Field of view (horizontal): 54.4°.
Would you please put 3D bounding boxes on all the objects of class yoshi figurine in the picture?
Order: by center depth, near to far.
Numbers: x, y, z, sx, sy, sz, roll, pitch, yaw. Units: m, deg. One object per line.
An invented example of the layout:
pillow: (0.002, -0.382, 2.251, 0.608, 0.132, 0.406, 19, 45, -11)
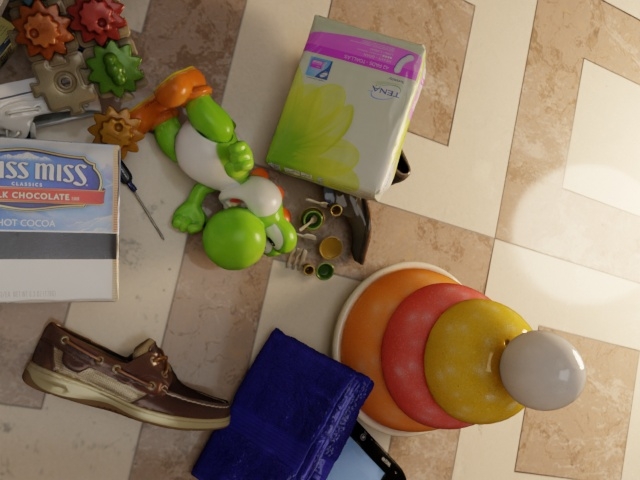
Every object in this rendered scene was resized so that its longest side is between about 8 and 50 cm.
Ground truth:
yoshi figurine: (-0.184, -0.094, 1.066, 0.203, 0.203, 0.362, -38, 105, -4)

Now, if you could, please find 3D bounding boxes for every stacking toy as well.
stacking toy: (0.261, 0.212, 1.076, 0.351, 0.480, 0.350, 1, 88, -23)

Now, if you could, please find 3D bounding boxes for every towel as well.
towel: (-0.070, 0.327, 1.085, 0.228, 0.076, 0.308, 23, 74, 23)

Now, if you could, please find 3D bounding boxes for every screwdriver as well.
screwdriver: (-0.316, -0.075, 1.091, 0.169, 0.024, 0.025, 58, 40, -18)

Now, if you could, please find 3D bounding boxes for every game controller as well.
game controller: (0.036, 0.429, 1.196, 0.166, 0.067, 0.319, -46, 106, -18)

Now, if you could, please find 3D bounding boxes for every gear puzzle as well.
gear puzzle: (-0.364, -0.278, 0.939, 0.176, 0.044, 0.338, -17, 112, -7)

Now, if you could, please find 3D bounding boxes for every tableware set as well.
tableware set: (0.000, 0.000, 1.188, 0.104, 0.024, 0.154, 14, 104, -18)

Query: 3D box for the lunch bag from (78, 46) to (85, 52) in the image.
lunch bag: (-0.407, -0.354, 1.036, 0.098, 0.065, 0.067, 23, 95, -22)

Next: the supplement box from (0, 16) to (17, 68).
supplement box: (-0.534, -0.319, 0.983, 0.083, 0.056, 0.083, 35, 75, -18)

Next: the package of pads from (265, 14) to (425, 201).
package of pads: (0.056, -0.239, 1.151, 0.229, 0.101, 0.296, 19, 88, 8)

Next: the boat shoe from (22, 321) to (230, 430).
boat shoe: (-0.299, 0.223, 1.033, 0.342, 0.123, 0.123, 21, 81, -15)

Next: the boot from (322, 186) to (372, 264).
boot: (0.050, -0.062, 1.232, 0.106, 0.082, 0.219, 3, 95, 1)

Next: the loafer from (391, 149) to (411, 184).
loafer: (0.104, -0.235, 1.240, 0.096, 0.084, 0.267, -34, 101, -19)

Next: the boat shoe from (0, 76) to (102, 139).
boat shoe: (-0.476, -0.198, 0.983, 0.258, 0.095, 0.084, -25, 94, -21)

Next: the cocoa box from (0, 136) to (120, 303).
cocoa box: (-0.477, -0.025, 0.901, 0.347, 0.231, 0.227, 1, 88, -24)

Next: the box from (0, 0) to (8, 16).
box: (-0.548, -0.416, 0.802, 0.318, 0.097, 0.395, 40, 112, 3)
